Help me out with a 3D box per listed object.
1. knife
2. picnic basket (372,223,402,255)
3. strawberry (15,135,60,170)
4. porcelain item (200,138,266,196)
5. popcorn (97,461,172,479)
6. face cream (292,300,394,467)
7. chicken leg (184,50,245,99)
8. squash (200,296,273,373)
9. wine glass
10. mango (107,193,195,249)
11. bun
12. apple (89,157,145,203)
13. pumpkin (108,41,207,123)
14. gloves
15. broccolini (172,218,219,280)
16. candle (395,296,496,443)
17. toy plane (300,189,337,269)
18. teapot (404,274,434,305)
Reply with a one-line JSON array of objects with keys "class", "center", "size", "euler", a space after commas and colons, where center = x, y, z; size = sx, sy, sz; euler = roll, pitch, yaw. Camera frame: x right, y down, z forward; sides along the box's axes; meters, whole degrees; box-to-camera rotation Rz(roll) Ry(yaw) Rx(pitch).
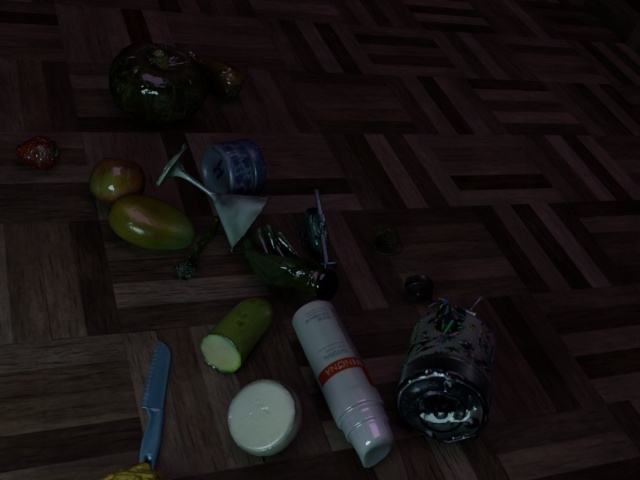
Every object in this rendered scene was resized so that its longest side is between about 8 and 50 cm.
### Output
[{"class": "knife", "center": [-0.305, 0.302, 1.421], "size": [0.045, 0.019, 0.313], "euler": [7, 39, -9]}, {"class": "picnic basket", "center": [0.163, 0.005, 1.891], "size": [0.072, 0.072, 0.083], "euler": [5, 43, -16]}, {"class": "strawberry", "center": [-0.658, -0.204, 1.807], "size": [0.097, 0.083, 0.083], "euler": [12, 40, -8]}, {"class": "porcelain item", "center": [-0.208, -0.170, 1.886], "size": [0.114, 0.147, 0.147], "euler": [-16, 51, -35]}, {"class": "popcorn", "center": [-0.308, 0.424, 1.172], "size": [0.140, 0.163, 0.194], "euler": [22, 62, 42]}, {"class": "face cream", "center": [0.045, 0.272, 1.519], "size": [0.102, 0.102, 0.345], "euler": [-5, 44, -26]}, {"class": "chicken leg", "center": [-0.317, -0.491, 2.250], "size": [0.252, 0.107, 0.087], "euler": [33, 59, 28]}, {"class": "squash", "center": [-0.159, 0.175, 1.565], "size": [0.095, 0.095, 0.188], "euler": [26, 37, 9]}, {"class": "wine glass", "center": [-0.247, -0.105, 1.746], "size": [0.232, 0.156, 0.156], "euler": [35, 40, -8]}, {"class": "mango", "center": [-0.370, -0.037, 1.717], "size": [0.195, 0.091, 0.130], "euler": [23, 38, -2]}, {"class": "bun", "center": [-0.095, 0.328, 1.415], "size": [0.138, 0.094, 0.138], "euler": [-7, 60, 12]}, {"class": "apple", "center": [-0.462, -0.136, 1.773], "size": [0.126, 0.102, 0.126], "euler": [14, 9, -2]}, {"class": "pumpkin", "center": [-0.434, -0.432, 2.064], "size": [0.260, 0.189, 0.260], "euler": [10, 42, -9]}, {"class": "gloves", "center": [-0.076, 0.056, 1.709], "size": [0.268, 0.107, 0.135], "euler": [35, 21, 35]}, {"class": "broccolini", "center": [-0.275, 0.013, 1.742], "size": [0.042, 0.044, 0.218], "euler": [-15, 30, 23]}, {"class": "candle", "center": [0.267, 0.236, 1.579], "size": [0.187, 0.187, 0.330], "euler": [21, 38, 3]}, {"class": "toy plane", "center": [0.000, 0.000, 1.818], "size": [0.060, 0.096, 0.235], "euler": [0, 61, -17]}, {"class": "teapot", "center": [0.230, 0.118, 1.792], "size": [0.100, 0.068, 0.045], "euler": [44, 38, -24]}]
